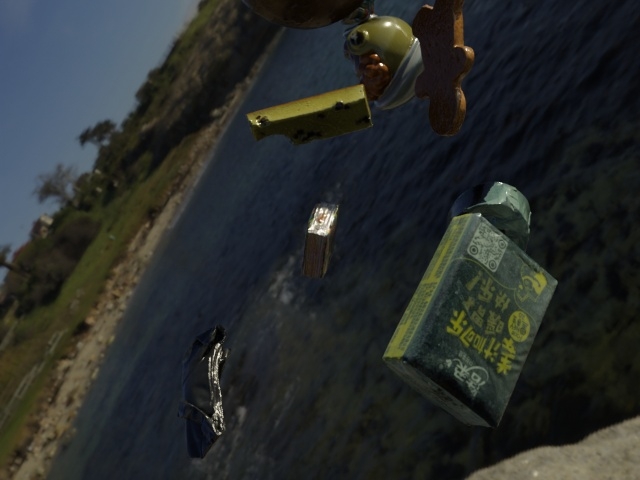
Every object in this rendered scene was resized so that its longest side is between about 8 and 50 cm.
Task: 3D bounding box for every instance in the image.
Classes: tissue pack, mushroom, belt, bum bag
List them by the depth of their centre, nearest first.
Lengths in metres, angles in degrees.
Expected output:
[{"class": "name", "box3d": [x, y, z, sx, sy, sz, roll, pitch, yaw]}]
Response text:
[{"class": "tissue pack", "box3d": [0.221, 0.113, 1.121, 0.081, 0.185, 0.257, -16, 40, 60]}, {"class": "bum bag", "box3d": [-0.216, 0.275, 1.420, 0.123, 0.060, 0.248, -41, 34, 30]}, {"class": "belt", "box3d": [0.307, -0.018, 1.427, 0.198, 0.151, 0.078, 109, -179, -46]}, {"class": "mushroom", "box3d": [-0.071, -0.614, 1.607, 0.356, 0.331, 0.334, 22, 118, 40]}, {"class": "tissue pack", "box3d": [0.000, 0.000, 1.743, 0.148, 0.060, 0.108, 98, -172, -45]}]

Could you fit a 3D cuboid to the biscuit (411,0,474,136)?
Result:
[{"class": "biscuit", "box3d": [0.212, -0.296, 1.320, 0.165, 0.036, 0.249, 151, 117, -64]}]

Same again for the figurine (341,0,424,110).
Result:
[{"class": "figurine", "box3d": [0.126, -0.489, 1.750, 0.205, 0.381, 0.224, -23, 18, 14]}]

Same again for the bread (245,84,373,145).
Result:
[{"class": "bread", "box3d": [-0.019, -0.224, 1.450, 0.088, 0.226, 0.049, 67, -170, -54]}]
